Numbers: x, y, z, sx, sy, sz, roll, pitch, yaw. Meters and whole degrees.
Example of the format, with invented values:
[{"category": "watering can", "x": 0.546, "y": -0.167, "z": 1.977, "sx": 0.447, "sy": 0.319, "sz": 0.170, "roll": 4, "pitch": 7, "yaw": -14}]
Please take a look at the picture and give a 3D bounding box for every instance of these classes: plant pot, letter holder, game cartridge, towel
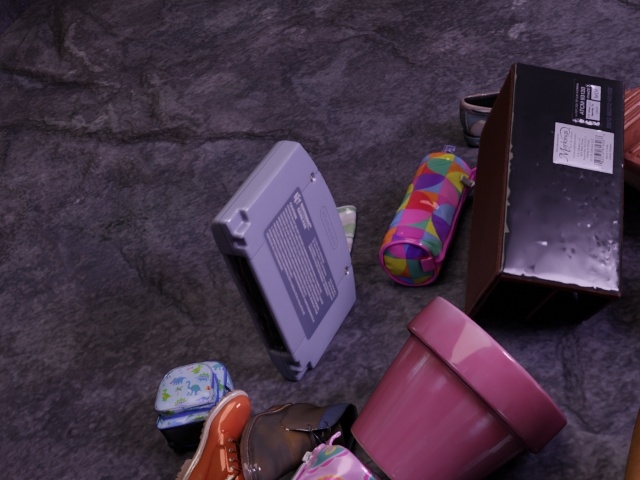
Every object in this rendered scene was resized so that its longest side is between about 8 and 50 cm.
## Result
[{"category": "plant pot", "x": 0.141, "y": 0.194, "z": 0.993, "sx": 0.180, "sy": 0.201, "sz": 0.201, "roll": -45, "pitch": 37, "yaw": -1}, {"category": "letter holder", "x": 0.293, "y": -0.045, "z": 1.191, "sx": 0.152, "sy": 0.214, "sz": 0.302, "roll": 10, "pitch": 67, "yaw": -2}, {"category": "game cartridge", "x": -0.037, "y": 0.024, "z": 1.212, "sx": 0.062, "sy": 0.297, "sz": 0.198, "roll": 4, "pitch": 43, "yaw": 29}, {"category": "towel", "x": 0.000, "y": 0.000, "z": 1.461, "sx": 0.113, "sy": 0.023, "sz": 0.152, "roll": -12, "pitch": 37, "yaw": 19}]

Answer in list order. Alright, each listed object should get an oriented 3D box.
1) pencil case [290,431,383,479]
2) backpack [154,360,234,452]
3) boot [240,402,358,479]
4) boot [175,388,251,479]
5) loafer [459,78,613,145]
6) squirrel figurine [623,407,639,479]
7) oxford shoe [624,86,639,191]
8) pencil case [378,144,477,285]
[{"category": "pencil case", "x": -0.041, "y": 0.342, "z": 0.945, "sx": 0.284, "sy": 0.124, "sz": 0.124, "roll": -43, "pitch": 39, "yaw": -22}, {"category": "backpack", "x": -0.171, "y": 0.218, "z": 1.222, "sx": 0.105, "sy": 0.084, "sz": 0.114, "roll": -14, "pitch": 32, "yaw": 9}, {"category": "boot", "x": -0.023, "y": 0.235, "z": 1.054, "sx": 0.106, "sy": 0.082, "sz": 0.219, "roll": -13, "pitch": 5, "yaw": 12}, {"category": "boot", "x": -0.116, "y": 0.270, "z": 1.125, "sx": 0.084, "sy": 0.059, "sz": 0.158, "roll": 14, "pitch": 73, "yaw": 37}, {"category": "loafer", "x": 0.367, "y": -0.231, "z": 1.495, "sx": 0.267, "sy": 0.084, "sz": 0.096, "roll": -14, "pitch": 36, "yaw": 14}, {"category": "squirrel figurine", "x": 0.442, "y": 0.175, "z": 0.681, "sx": 0.370, "sy": 0.281, "sz": 0.397, "roll": 7, "pitch": 84, "yaw": 26}, {"category": "oxford shoe", "x": 0.471, "y": -0.115, "z": 1.262, "sx": 0.140, "sy": 0.146, "sz": 0.397, "roll": -39, "pitch": 16, "yaw": 11}, {"category": "pencil case", "x": 0.168, "y": -0.039, "z": 1.351, "sx": 0.104, "sy": 0.104, "sz": 0.236, "roll": 0, "pitch": 43, "yaw": 30}]
